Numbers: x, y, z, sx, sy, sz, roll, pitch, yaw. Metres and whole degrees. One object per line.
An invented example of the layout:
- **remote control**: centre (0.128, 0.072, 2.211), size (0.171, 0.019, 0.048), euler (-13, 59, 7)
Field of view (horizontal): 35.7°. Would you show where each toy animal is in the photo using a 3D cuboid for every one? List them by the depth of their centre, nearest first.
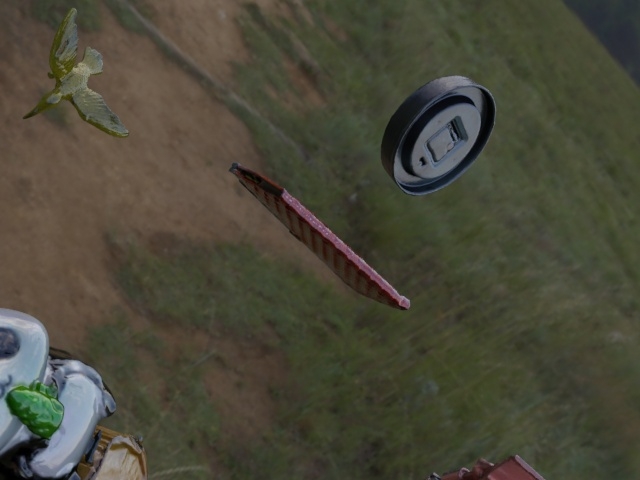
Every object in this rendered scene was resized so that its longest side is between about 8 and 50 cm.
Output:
- **toy animal**: centre (-0.398, 0.198, 1.235), size (0.267, 0.212, 0.213), euler (51, 18, -50)
- **toy animal**: centre (-0.399, -0.236, 1.559), size (0.219, 0.155, 0.095), euler (62, -6, -30)

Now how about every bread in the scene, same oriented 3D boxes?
- **bread**: centre (-0.326, 0.352, 1.374), size (0.199, 0.104, 0.199), euler (13, 90, -70)

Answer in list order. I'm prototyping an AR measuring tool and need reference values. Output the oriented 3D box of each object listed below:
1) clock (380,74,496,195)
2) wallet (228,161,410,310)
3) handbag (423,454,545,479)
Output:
- **clock**: centre (0.165, -0.148, 1.398), size (0.184, 0.184, 0.040), euler (21, 22, -51)
- **wallet**: centre (0.000, 0.000, 0.937), size (0.196, 0.020, 0.103), euler (44, -12, -35)
- **handbag**: centre (0.174, 0.291, 0.982), size (0.157, 0.212, 0.059), euler (44, 59, -2)
